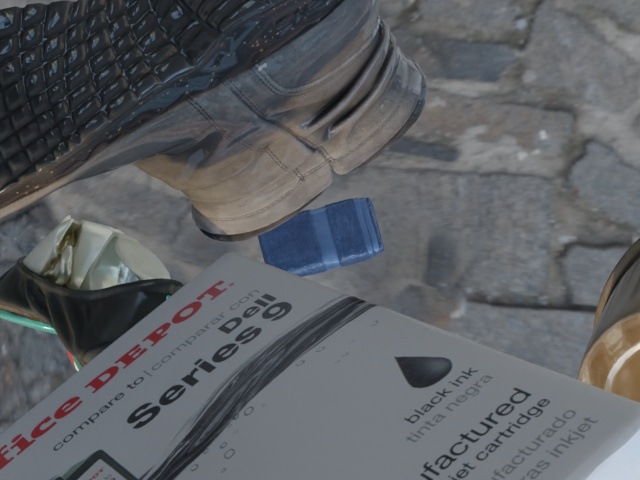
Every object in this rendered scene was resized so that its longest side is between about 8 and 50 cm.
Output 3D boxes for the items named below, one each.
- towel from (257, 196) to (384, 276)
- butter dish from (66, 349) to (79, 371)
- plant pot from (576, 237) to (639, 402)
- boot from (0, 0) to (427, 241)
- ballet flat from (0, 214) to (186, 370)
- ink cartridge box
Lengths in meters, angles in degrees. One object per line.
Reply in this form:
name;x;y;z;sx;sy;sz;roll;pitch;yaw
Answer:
towel;0.000;0.000;1.347;0.119;0.029;0.067;-14;67;2
butter dish;-0.214;0.114;1.585;0.160;0.160;0.118;34;57;22
plant pot;0.376;0.130;1.274;0.280;0.323;0.323;-16;95;-57
boot;-0.095;-0.053;0.795;0.338;0.222;0.118;-26;61;0
ballet flat;-0.155;0.040;0.956;0.095;0.280;0.096;19;90;-34
ink cartridge box;-0.022;0.131;0.511;0.211;0.289;0.121;-39;116;-19
